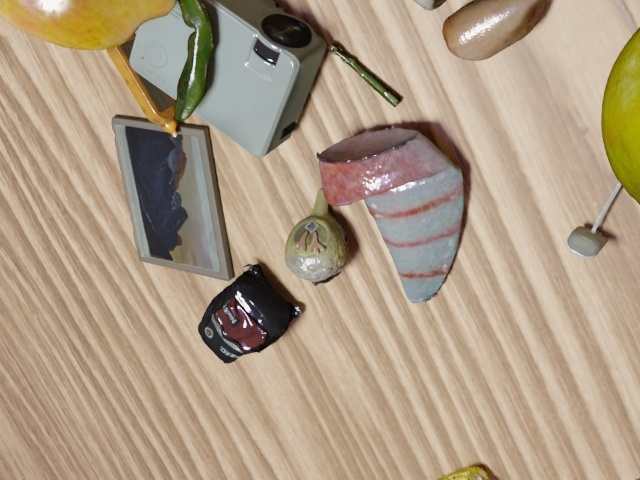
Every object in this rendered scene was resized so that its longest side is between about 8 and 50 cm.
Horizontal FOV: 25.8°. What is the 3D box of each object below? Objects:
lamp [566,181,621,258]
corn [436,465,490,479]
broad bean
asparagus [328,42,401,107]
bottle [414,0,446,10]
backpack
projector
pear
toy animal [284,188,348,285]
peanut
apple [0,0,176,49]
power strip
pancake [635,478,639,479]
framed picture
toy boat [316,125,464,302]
[{"bbox_3d":[0.373,-0.066,1.776,0.050,0.056,0.198,33,128,19],"label":"lamp"},{"bbox_3d":[0.187,0.407,2.185,0.067,0.067,0.206,49,134,1],"label":"corn"},{"bbox_3d":[-0.173,-0.253,1.921,0.061,0.046,0.195,24,124,39],"label":"broad bean"},{"bbox_3d":[0.060,-0.228,1.922,0.127,0.018,0.015,41,98,7],"label":"asparagus"},{"bbox_3d":[0.074,-0.404,1.736,0.253,0.120,0.120,39,132,8],"label":"bottle"},{"bbox_3d":[-0.123,0.128,2.210,0.120,0.106,0.165,44,130,-1],"label":"backpack"},{"bbox_3d":[-0.130,-0.267,1.981,0.257,0.099,0.192,36,133,14],"label":"projector"},{"bbox_3d":[0.441,-0.134,1.553,0.269,0.269,0.321,8,139,32],"label":"pear"},{"bbox_3d":[0.000,0.000,2.073,0.098,0.137,0.098,10,160,4],"label":"toy animal"},{"bbox_3d":[0.216,-0.274,1.743,0.152,0.076,0.076,-22,102,38],"label":"peanut"},{"bbox_3d":[-0.336,-0.423,1.915,0.309,0.314,0.252,60,-175,35],"label":"apple"},{"bbox_3d":[-0.265,-0.235,2.128,0.028,0.049,0.178,-24,100,44],"label":"power strip"},{"bbox_3d":[0.505,0.344,1.948,0.116,0.022,0.129,35,136,14],"label":"pancake"},{"bbox_3d":[-0.237,-0.068,2.234,0.192,0.018,0.265,10,122,33],"label":"framed picture"},{"bbox_3d":[0.123,-0.025,1.968,0.206,0.096,0.282,-10,120,24],"label":"toy boat"}]
